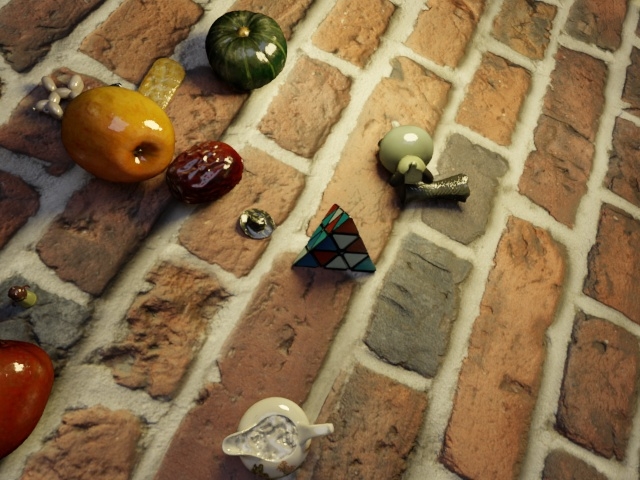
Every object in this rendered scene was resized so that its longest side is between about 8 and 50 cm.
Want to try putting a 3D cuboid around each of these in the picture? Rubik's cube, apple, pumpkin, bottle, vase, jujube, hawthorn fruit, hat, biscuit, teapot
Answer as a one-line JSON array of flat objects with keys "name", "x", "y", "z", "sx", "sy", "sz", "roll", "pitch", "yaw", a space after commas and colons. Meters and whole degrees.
[{"name": "Rubik's cube", "x": 0.000, "y": 0.000, "z": 1.499, "sx": 0.234, "sy": 0.284, "sz": 0.250, "roll": -30, "pitch": 50, "yaw": 1}, {"name": "apple", "x": -0.601, "y": -0.312, "z": 1.375, "sx": 0.275, "sy": 0.299, "sz": 0.299, "roll": 32, "pitch": 65, "yaw": 23}, {"name": "pumpkin", "x": -0.269, "y": -0.692, "z": 1.651, "sx": 0.300, "sy": 0.207, "sz": 0.300, "roll": -1, "pitch": 73, "yaw": 3}, {"name": "bottle", "x": -0.829, "y": 0.151, "z": 1.253, "sx": 0.047, "sy": 0.101, "sz": 0.063, "roll": 0, "pitch": 68, "yaw": -11}, {"name": "vase", "x": 0.408, "y": -0.181, "z": 1.639, "sx": 0.237, "sy": 0.115, "sz": 0.115, "roll": -7, "pitch": 70, "yaw": -10}, {"name": "jujube", "x": -0.365, "y": -0.220, "z": 1.452, "sx": 0.243, "sy": 0.183, "sz": 0.183, "roll": -32, "pitch": 78, "yaw": -32}, {"name": "hawthorn fruit", "x": -0.801, "y": 0.374, "z": 1.084, "sx": 0.295, "sy": 0.295, "sz": 0.311, "roll": -21, "pitch": 75, "yaw": -18}, {"name": "hat", "x": -0.207, "y": -0.064, "z": 1.492, "sx": 0.121, "sy": 0.050, "sz": 0.121, "roll": 5, "pitch": 68, "yaw": -13}, {"name": "biscuit", "x": -0.577, "y": -0.559, "z": 1.627, "sx": 0.118, "sy": 0.029, "sz": 0.247, "roll": 20, "pitch": 66, "yaw": -3}, {"name": "teapot", "x": -0.114, "y": 0.530, "z": 1.228, "sx": 0.298, "sy": 0.139, "sz": 0.204, "roll": -9, "pitch": 68, "yaw": -14}]

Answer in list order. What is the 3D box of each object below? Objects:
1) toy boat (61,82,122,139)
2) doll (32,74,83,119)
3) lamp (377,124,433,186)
[{"name": "toy boat", "x": -0.754, "y": -0.428, "z": 1.491, "sx": 0.114, "sy": 0.115, "sz": 0.262, "roll": 38, "pitch": 66, "yaw": 5}, {"name": "doll", "x": -0.877, "y": -0.479, "z": 1.519, "sx": 0.161, "sy": 0.059, "sz": 0.160, "roll": -9, "pitch": 69, "yaw": -15}, {"name": "lamp", "x": 0.310, "y": -0.300, "z": 1.610, "sx": 0.197, "sy": 0.198, "sz": 0.244, "roll": 5, "pitch": 50, "yaw": -9}]
